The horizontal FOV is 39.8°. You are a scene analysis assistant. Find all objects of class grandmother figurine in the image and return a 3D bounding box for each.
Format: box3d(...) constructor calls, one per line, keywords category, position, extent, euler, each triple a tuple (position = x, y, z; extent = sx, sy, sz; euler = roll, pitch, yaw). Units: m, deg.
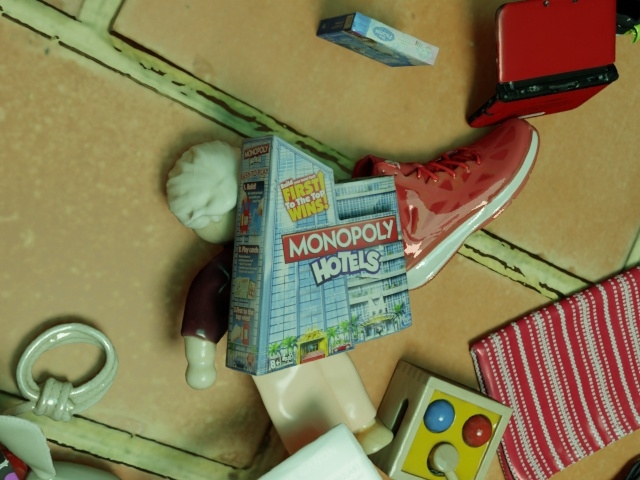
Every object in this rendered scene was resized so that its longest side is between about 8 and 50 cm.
box3d(category="grandmother figurine", position=(-0.051, 0.068, 0.839), extent=(0.208, 0.104, 0.342), euler=(-35, 107, -43))

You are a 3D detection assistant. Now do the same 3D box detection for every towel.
box3d(category="towel", position=(0.314, 0.156, 1.027), extent=(0.275, 0.031, 0.198), euler=(-22, 104, -18))

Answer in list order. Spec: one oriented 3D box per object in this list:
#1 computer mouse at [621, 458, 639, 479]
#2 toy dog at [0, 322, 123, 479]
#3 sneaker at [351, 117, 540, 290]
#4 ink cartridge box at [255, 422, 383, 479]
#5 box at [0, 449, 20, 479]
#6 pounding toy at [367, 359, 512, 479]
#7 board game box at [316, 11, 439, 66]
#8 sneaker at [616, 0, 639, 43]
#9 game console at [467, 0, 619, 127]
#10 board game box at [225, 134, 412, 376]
box3d(category="computer mouse", position=(0.385, 0.417, 1.067), extent=(0.188, 0.072, 0.272), euler=(-23, 105, -18))
box3d(category="toy dog", position=(-0.310, 0.188, 0.711), extent=(0.334, 0.161, 0.220), euler=(2, 97, -22))
box3d(category="sneaker", position=(0.118, -0.066, 0.890), extent=(0.128, 0.087, 0.221), euler=(44, 79, -22))
box3d(category="ink cartridge box", position=(-0.010, 0.399, 0.830), extent=(0.308, 0.091, 0.385), euler=(-33, 98, -7))
box3d(category="box", position=(-0.262, 0.254, 0.682), extent=(0.116, 0.029, 0.162), euler=(-31, 122, -24))
box3d(category="pounding toy", position=(0.130, 0.221, 0.923), extent=(0.130, 0.100, 0.141), euler=(24, 88, -22))
box3d(category="board game box", position=(0.053, -0.190, 0.843), extent=(0.090, 0.090, 0.020), euler=(17, 93, -22))
box3d(category="sneaker", position=(0.283, -0.316, 0.914), extent=(0.084, 0.097, 0.234), euler=(-35, 108, -15))
box3d(category="game console", position=(0.226, -0.185, 0.913), extent=(0.144, 0.124, 0.085), euler=(-12, 79, -20))
box3d(category="board game box", position=(0.000, 0.000, 0.779), extent=(0.194, 0.060, 0.194), euler=(-11, 98, -34))
